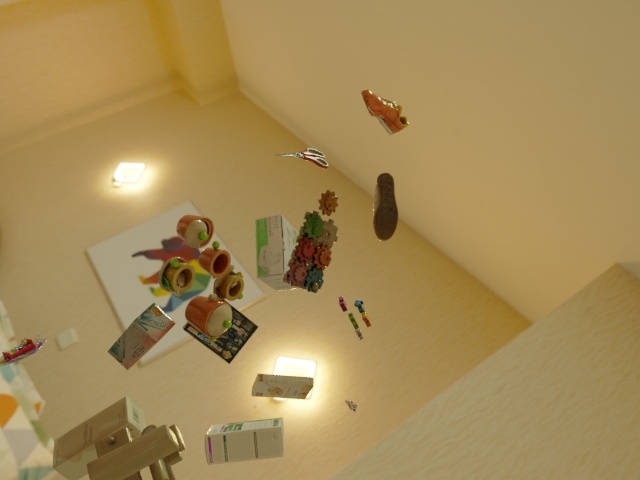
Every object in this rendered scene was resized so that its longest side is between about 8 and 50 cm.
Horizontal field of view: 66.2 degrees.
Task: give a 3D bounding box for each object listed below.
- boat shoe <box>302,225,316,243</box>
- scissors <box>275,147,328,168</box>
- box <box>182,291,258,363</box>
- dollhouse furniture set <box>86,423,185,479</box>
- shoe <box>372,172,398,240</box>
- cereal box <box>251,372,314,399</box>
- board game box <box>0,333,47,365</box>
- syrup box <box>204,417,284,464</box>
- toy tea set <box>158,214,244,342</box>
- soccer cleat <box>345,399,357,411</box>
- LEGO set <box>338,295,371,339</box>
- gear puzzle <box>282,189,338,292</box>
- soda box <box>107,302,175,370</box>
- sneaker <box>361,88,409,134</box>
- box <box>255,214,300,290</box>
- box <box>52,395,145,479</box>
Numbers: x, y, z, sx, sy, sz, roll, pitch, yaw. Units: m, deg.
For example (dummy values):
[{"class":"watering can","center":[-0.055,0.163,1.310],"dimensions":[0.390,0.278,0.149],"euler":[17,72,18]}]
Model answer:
[{"class":"boat shoe","center":[-0.035,-0.012,1.772],"dimensions":[0.056,0.049,0.152],"euler":[47,20,-32]},{"class":"scissors","center":[-0.082,-0.337,1.917],"dimensions":[0.021,0.297,0.109],"euler":[-49,-125,32]},{"class":"box","center":[-0.370,0.323,1.825],"dimensions":[0.220,0.175,0.051],"euler":[40,-13,-13]},{"class":"dollhouse furniture set","center":[-0.298,0.314,0.766],"dimensions":[0.123,0.144,0.151],"euler":[55,-19,36]},{"class":"shoe","center":[0.200,-0.099,1.512],"dimensions":[0.058,0.077,0.218],"euler":[89,5,-73]},{"class":"cereal box","center":[-0.163,0.622,2.082],"dimensions":[0.173,0.240,0.047],"euler":[112,-20,-51]},{"class":"board game box","center":[-0.958,0.341,1.560],"dimensions":[0.169,0.133,0.033],"euler":[-137,-150,-74]},{"class":"syrup box","center":[-0.233,0.625,1.532],"dimensions":[0.093,0.237,0.096],"euler":[99,-14,-87]},{"class":"toy tea set","center":[-0.264,0.095,1.187],"dimensions":[0.124,0.200,0.336],"euler":[18,-34,30]},{"class":"soccer cleat","center":[0.141,0.763,2.266],"dimensions":[0.029,0.035,0.083],"euler":[-13,-44,38]},{"class":"LEGO set","center":[0.154,0.302,2.070],"dimensions":[0.093,0.087,0.227],"euler":[-103,168,-57]},{"class":"gear puzzle","center":[0.000,0.000,1.585],"dimensions":[0.044,0.338,0.175],"euler":[10,-12,45]},{"class":"soda box","center":[-0.363,0.196,0.988],"dimensions":[0.063,0.058,0.183],"euler":[45,-48,-5]},{"class":"sneaker","center":[0.156,-0.323,1.194],"dimensions":[0.175,0.067,0.064],"euler":[24,44,-50]},{"class":"box","center":[-0.172,0.057,2.071],"dimensions":[0.231,0.127,0.261],"euler":[47,36,-65]},{"class":"box","center":[-0.837,0.753,1.865],"dimensions":[0.148,0.311,0.121],"euler":[48,-13,54]}]
